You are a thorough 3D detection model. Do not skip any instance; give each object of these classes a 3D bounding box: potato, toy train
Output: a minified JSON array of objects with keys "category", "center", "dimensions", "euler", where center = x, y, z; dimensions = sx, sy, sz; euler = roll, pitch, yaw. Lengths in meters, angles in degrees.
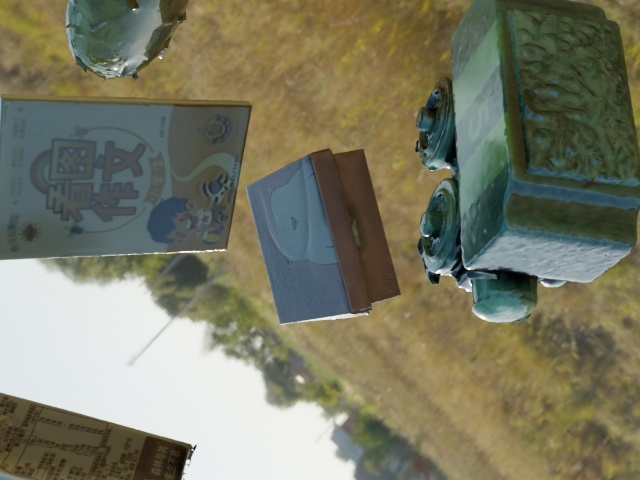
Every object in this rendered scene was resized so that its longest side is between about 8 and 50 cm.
[{"category":"potato","center":[-0.149,-0.225,0.786],"dimensions":[0.090,0.117,0.225],"euler":[41,130,2]},{"category":"toy train","center":[0.192,-0.082,0.877],"dimensions":[0.166,0.299,0.238],"euler":[6,155,-13]}]

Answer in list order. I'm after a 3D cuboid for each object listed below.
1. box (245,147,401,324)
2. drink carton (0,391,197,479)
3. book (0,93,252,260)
[{"category":"box","center":[0.000,0.000,1.256],"dimensions":[0.215,0.086,0.215],"euler":[-18,86,61]},{"category":"drink carton","center":[-0.325,0.296,1.050],"dimensions":[0.324,0.194,0.132],"euler":[17,-153,-6]},{"category":"book","center":[-0.234,-0.073,1.113],"dimensions":[0.295,0.208,0.020],"euler":[-3,-148,-27]}]
